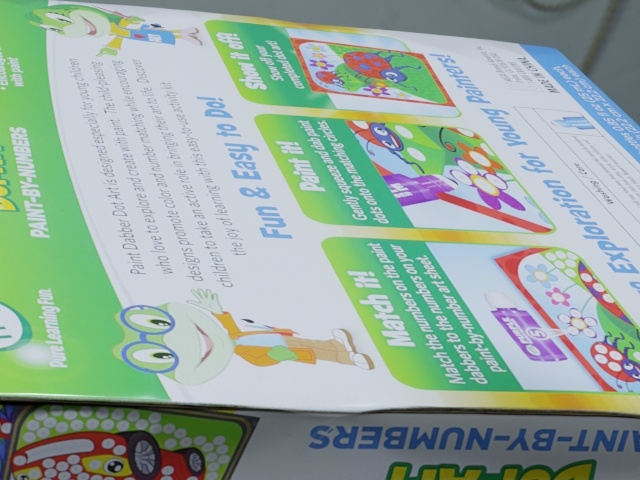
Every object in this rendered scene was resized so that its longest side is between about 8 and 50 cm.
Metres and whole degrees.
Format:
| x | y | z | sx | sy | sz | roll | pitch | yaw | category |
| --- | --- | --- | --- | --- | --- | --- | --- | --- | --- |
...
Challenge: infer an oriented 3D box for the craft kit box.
| x | y | z | sx | sy | sz | roll | pitch | yaw | category |
| --- | --- | --- | --- | --- | --- | --- | --- | --- | --- |
| 0.000 | 0.000 | 0.436 | 0.247 | 0.250 | 0.061 | 6 | 116 | -19 | craft kit box |
